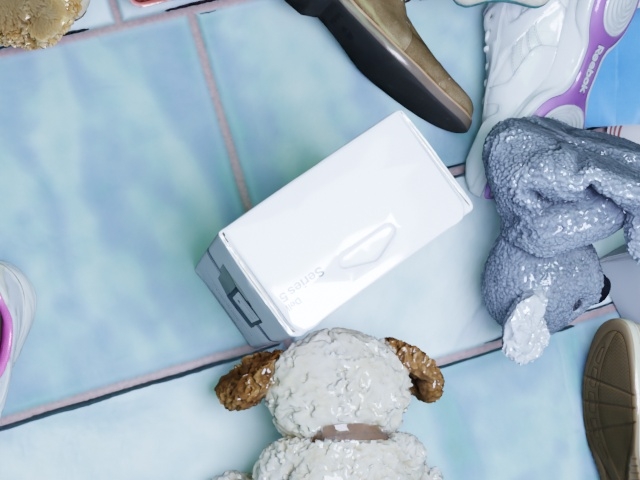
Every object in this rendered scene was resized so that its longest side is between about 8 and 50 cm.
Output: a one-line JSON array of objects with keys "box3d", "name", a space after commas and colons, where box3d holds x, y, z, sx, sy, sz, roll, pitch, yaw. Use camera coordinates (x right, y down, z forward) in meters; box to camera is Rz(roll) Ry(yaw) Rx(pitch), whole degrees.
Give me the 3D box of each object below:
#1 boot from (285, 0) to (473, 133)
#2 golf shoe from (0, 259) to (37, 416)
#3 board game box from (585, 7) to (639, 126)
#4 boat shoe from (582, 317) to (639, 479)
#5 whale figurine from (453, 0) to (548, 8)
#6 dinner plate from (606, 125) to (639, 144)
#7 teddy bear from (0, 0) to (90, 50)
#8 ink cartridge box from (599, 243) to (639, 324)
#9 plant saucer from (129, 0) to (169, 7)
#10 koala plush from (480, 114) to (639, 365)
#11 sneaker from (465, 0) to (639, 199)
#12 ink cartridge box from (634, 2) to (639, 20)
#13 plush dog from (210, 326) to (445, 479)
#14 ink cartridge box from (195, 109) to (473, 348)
[{"box3d": [0.070, -0.240, 1.159, 0.305, 0.112, 0.115, 44, 75, -15], "name": "boot"}, {"box3d": [-0.351, 0.160, 1.028, 0.115, 0.140, 0.306, 13, 82, -10], "name": "golf shoe"}, {"box3d": [0.334, -0.190, 1.234, 0.169, 0.033, 0.133, -1, 82, 20], "name": "board game box"}, {"box3d": [0.356, 0.228, 1.172, 0.098, 0.109, 0.302, -8, 90, -17], "name": "boat shoe"}, {"box3d": [0.188, -0.358, 1.187, 0.216, 0.141, 0.271, 0, 72, 0], "name": "whale figurine"}, {"box3d": [0.393, -0.109, 1.267, 0.141, 0.017, 0.141, 1, 83, -11], "name": "dinner plate"}, {"box3d": [-0.259, -0.354, 1.109, 0.245, 0.113, 0.337, -5, 87, 13], "name": "teddy bear"}, {"box3d": [0.480, 0.038, 1.170, 0.270, 0.197, 0.198, -27, 89, -13], "name": "ink cartridge box"}, {"box3d": [-0.118, -0.394, 1.194, 0.259, 0.048, 0.259, -17, 87, -13], "name": "plant saucer"}, {"box3d": [0.230, 0.004, 1.110, 0.203, 0.196, 0.221, 18, 113, -6], "name": "koala plush"}, {"box3d": [0.232, -0.189, 1.214, 0.114, 0.152, 0.305, 23, 96, -49], "name": "sneaker"}, {"box3d": [0.476, -0.250, 1.279, 0.333, 0.065, 0.165, 37, 77, -3], "name": "ink cartridge box"}, {"box3d": [0.015, 0.196, 1.058, 0.263, 0.210, 0.225, -3, 79, -10], "name": "plush dog"}, {"box3d": [0.000, 0.000, 1.046, 0.198, 0.273, 0.114, -36, 90, -13], "name": "ink cartridge box"}]
